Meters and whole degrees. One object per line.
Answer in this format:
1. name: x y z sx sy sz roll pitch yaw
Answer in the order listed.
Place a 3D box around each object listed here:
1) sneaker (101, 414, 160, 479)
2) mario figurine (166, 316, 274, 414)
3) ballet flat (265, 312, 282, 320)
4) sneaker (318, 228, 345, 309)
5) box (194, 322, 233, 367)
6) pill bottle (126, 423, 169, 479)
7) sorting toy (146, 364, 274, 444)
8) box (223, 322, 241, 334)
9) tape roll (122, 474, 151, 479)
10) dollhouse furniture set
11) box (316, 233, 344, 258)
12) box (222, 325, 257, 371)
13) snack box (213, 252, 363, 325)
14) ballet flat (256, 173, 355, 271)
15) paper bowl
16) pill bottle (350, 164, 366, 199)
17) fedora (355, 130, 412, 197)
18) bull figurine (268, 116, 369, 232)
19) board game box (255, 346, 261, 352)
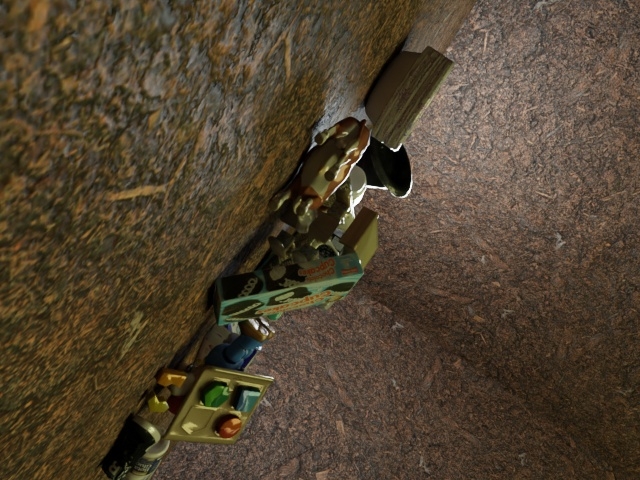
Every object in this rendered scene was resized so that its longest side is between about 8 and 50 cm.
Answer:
1. sneaker: -0.441 0.489 1.224 0.121 0.079 0.217 -52 175 -39
2. mario figurine: -0.278 0.301 1.334 0.320 0.170 0.198 -46 135 2
3. ballet flat: -0.142 0.197 2.071 0.248 0.086 0.086 -54 177 -3
4. sneaker: 0.006 0.083 2.073 0.137 0.210 0.366 101 9 -63
5. box: -0.331 0.351 1.587 0.063 0.067 0.324 -53 177 -40
6. pill bottle: -0.484 0.588 1.458 0.169 0.094 0.094 -58 176 32
7. sorting toy: -0.274 0.395 1.256 0.307 0.041 0.229 25 103 -42
8. box: -0.259 0.255 1.592 0.136 0.028 0.081 -34 115 -77
9. tape roll: -0.627 0.805 1.763 0.219 0.072 0.219 -55 178 -3
10. dollhouse furniture set: 0.014 -0.038 1.314 0.212 0.242 0.161 -54 159 -20
11. box: 0.000 0.000 1.901 0.051 0.175 0.220 -55 176 -12
12. box: -0.277 0.348 1.680 0.072 0.137 0.126 -53 176 -23
13. snack box: -0.079 0.114 1.221 0.322 0.060 0.187 -10 159 -17
14. ballet flat: -0.007 -0.015 1.589 0.483 0.182 0.164 -56 176 -2
15. paper bowl: 0.231 -0.402 1.469 0.284 0.148 0.284 -55 176 -6
16. pill bottle: 0.103 -0.196 1.924 0.119 0.119 0.208 -55 177 -9
17. fedora: 0.239 -0.300 2.149 0.152 0.334 0.334 -21 -162 33
18. bull figurine: -0.006 -0.131 1.142 0.310 0.101 0.188 -57 175 30
19. board game box: -0.313 0.411 1.824 0.201 0.136 0.035 -57 177 10
